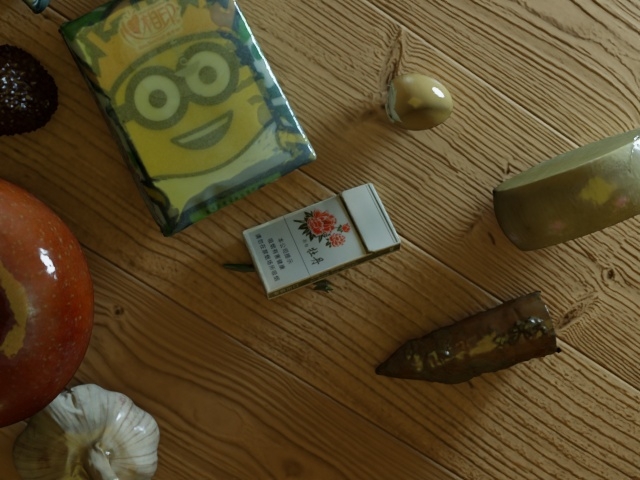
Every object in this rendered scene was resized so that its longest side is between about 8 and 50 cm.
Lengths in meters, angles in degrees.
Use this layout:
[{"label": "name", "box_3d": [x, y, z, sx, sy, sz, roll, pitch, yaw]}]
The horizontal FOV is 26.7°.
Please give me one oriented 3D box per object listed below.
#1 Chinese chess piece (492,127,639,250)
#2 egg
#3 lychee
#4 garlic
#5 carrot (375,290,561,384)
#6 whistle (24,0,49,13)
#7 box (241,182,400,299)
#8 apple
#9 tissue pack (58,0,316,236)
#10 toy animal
[{"label": "Chinese chess piece", "box_3d": [0.359, -0.069, 1.832, 0.250, 0.251, 0.097, -23, 94, -6]}, {"label": "egg", "box_3d": [0.137, -0.191, 1.869, 0.096, 0.080, 0.080, 3, 96, -6]}, {"label": "lychee", "box_3d": [-0.406, -0.196, 1.759, 0.129, 0.123, 0.123, 1, 96, -21]}, {"label": "garlic", "box_3d": [-0.305, 0.303, 1.780, 0.199, 0.226, 0.199, -2, 99, -14]}, {"label": "carrot", "box_3d": [0.204, 0.151, 1.923, 0.263, 0.102, 0.102, -15, 99, -2]}, {"label": "whistle", "box_3d": [-0.509, -0.434, 1.693, 0.404, 0.168, 0.188, 17, 94, -15]}, {"label": "box", "box_3d": [0.000, 0.000, 1.864, 0.198, 0.029, 0.109, -21, 60, -6]}, {"label": "apple", "box_3d": [-0.458, 0.076, 1.700, 0.348, 0.277, 0.349, -1, 97, -10]}, {"label": "tissue pack", "box_3d": [-0.179, -0.193, 1.792, 0.228, 0.128, 0.311, -28, 100, -7]}, {"label": "toy animal", "box_3d": [-0.024, 0.041, 1.882, 0.216, 0.041, 0.075, -14, 63, -8]}]
